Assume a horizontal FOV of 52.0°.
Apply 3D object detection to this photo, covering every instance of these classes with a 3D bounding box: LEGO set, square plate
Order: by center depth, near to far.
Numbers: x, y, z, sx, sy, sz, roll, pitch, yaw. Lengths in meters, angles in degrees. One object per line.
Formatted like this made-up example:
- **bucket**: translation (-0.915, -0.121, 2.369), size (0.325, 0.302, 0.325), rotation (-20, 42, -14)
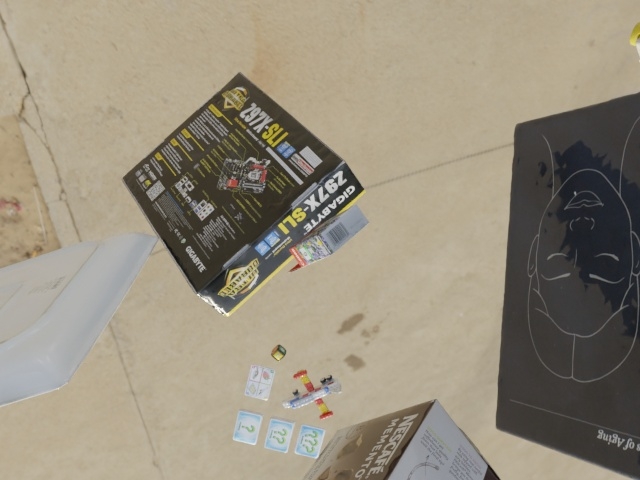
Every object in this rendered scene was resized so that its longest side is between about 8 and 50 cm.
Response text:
- **square plate**: translation (-0.393, 0.098, 0.776), size (0.344, 0.347, 0.049), rotation (-18, 112, 10)
- **LEGO set**: translation (-0.066, 0.326, 1.288), size (0.183, 0.060, 0.244), rotation (14, 112, -1)

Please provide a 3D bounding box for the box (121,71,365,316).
- **box**: translation (-0.127, -0.082, 0.954), size (0.257, 0.322, 0.079), rotation (-42, 137, -3)

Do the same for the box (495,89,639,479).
- **box**: translation (0.498, 0.063, 0.838), size (0.298, 0.480, 0.471), rotation (8, 86, -25)

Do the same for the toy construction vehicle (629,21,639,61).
- **toy construction vehicle**: translation (0.263, -0.124, 0.445), size (0.098, 0.086, 0.035), rotation (-7, 124, -49)

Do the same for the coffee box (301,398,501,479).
- **coffee box**: translation (0.029, 0.303, 0.617), size (0.168, 0.118, 0.297), rotation (-34, -174, 44)

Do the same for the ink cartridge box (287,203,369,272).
- **ink cartridge box**: translation (0.000, 0.000, 0.758), size (0.063, 0.115, 0.029), rotation (-39, 97, -32)
